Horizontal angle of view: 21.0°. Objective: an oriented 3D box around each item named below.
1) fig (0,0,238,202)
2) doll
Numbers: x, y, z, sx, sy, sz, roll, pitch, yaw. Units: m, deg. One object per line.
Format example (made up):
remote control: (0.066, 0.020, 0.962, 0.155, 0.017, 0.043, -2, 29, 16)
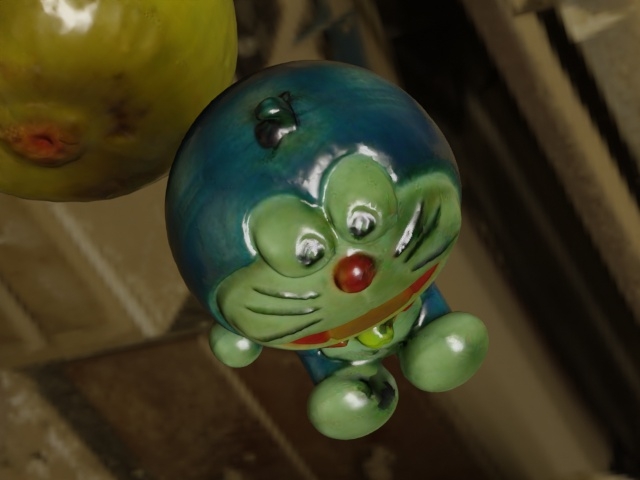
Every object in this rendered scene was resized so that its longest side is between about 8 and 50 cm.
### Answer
fig: (-0.230, -0.213, 1.589, 0.343, 0.343, 0.343, 22, 62, -51)
doll: (0.001, 0.000, 1.185, 0.186, 0.198, 0.322, 59, -9, 32)
